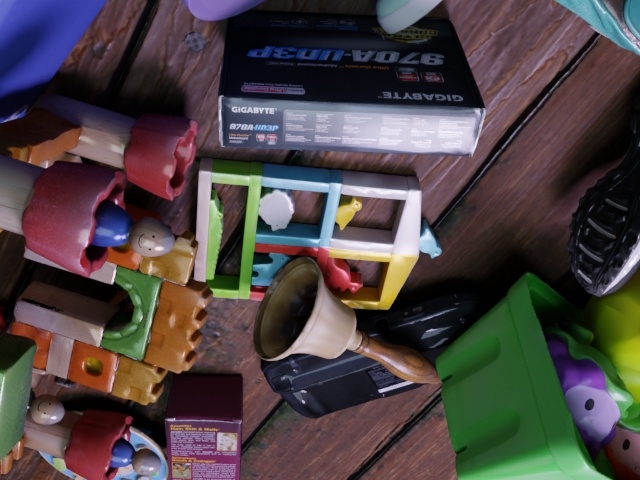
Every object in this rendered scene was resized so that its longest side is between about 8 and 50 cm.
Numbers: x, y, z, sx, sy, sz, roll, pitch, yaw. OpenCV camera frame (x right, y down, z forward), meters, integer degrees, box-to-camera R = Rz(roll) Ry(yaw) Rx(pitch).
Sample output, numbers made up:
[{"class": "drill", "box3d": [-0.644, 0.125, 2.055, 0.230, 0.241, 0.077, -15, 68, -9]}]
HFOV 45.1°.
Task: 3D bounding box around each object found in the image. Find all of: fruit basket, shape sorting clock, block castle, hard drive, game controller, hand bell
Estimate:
[{"class": "fruit basket", "box3d": [0.373, 0.177, 0.934, 0.391, 0.283, 0.392, -3, 142, -3]}, {"class": "shape sorting clock", "box3d": [-0.325, 0.320, 1.145, 0.206, 0.040, 0.206, 6, 129, 7]}, {"class": "block castle", "box3d": [-0.243, 0.105, 0.750, 0.212, 0.303, 0.454, 17, 110, 1]}, {"class": "hard drive", "box3d": [-0.234, -0.189, 0.626, 0.040, 0.210, 0.318, 43, 118, -9]}, {"class": "game controller", "box3d": [0.084, 0.157, 1.044, 0.319, 0.067, 0.166, -19, 143, 14]}, {"class": "hand bell", "box3d": [0.053, 0.125, 0.929, 0.242, 0.126, 0.126, 28, 124, -28]}]

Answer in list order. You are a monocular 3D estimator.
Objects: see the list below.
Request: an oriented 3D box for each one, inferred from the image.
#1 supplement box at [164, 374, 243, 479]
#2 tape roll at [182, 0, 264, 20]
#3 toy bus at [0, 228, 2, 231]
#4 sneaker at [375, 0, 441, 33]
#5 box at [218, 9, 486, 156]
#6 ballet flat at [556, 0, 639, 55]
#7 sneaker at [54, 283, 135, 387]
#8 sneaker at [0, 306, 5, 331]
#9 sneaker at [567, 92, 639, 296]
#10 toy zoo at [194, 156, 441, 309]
[{"class": "supplement box", "box3d": [-0.165, 0.284, 1.113, 0.104, 0.081, 0.188, 3, 131, -5]}, {"class": "tape roll", "box3d": [-0.047, -0.260, 0.581, 0.189, 0.189, 0.080, -40, 88, 27]}, {"class": "toy bus", "box3d": [-0.492, -0.051, 0.780, 0.332, 0.130, 0.108, -5, 131, 1]}, {"class": "sneaker", "box3d": [0.084, -0.303, 0.632, 0.151, 0.094, 0.256, 31, 130, -11]}, {"class": "box", "box3d": [0.022, -0.147, 0.697, 0.220, 0.175, 0.051, 2, 130, -4]}, {"class": "ballet flat", "box3d": [0.259, -0.232, 0.700, 0.247, 0.087, 0.083, 28, 93, -21]}, {"class": "sneaker", "box3d": [-0.253, 0.126, 0.971, 0.225, 0.088, 0.092, -36, 125, 24]}, {"class": "sneaker", "box3d": [-0.461, 0.075, 0.934, 0.128, 0.087, 0.221, -13, 142, -3]}, {"class": "sneaker", "box3d": [0.358, -0.057, 0.811, 0.107, 0.100, 0.272, 15, 110, -27]}, {"class": "toy zoo", "box3d": [0.000, 0.000, 0.914, 0.293, 0.030, 0.192, 5, 130, -7]}]
